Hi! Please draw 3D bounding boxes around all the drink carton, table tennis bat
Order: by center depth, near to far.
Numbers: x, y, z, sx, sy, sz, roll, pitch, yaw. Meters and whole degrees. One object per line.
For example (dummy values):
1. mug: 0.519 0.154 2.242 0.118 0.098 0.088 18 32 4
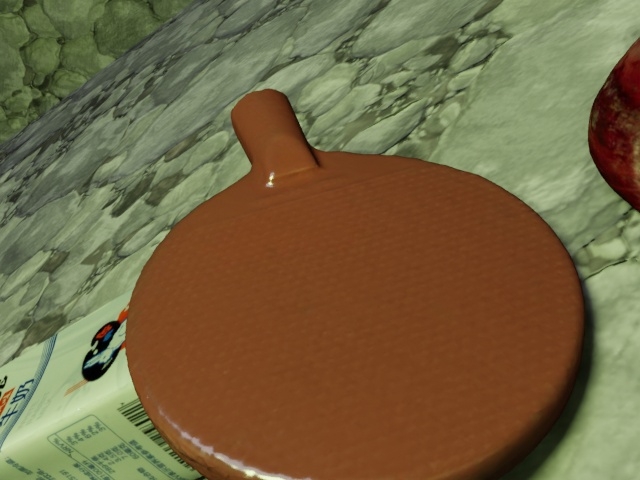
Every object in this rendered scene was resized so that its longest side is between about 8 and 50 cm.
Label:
1. table tennis bat: 0.000 0.000 0.494 0.268 0.051 0.415 -16 37 -7
2. drink carton: -0.183 0.141 0.582 0.315 0.106 0.130 -30 27 22

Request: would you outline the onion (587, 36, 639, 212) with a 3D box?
1. onion: 0.237 -0.086 0.396 0.206 0.098 0.151 -21 31 31
